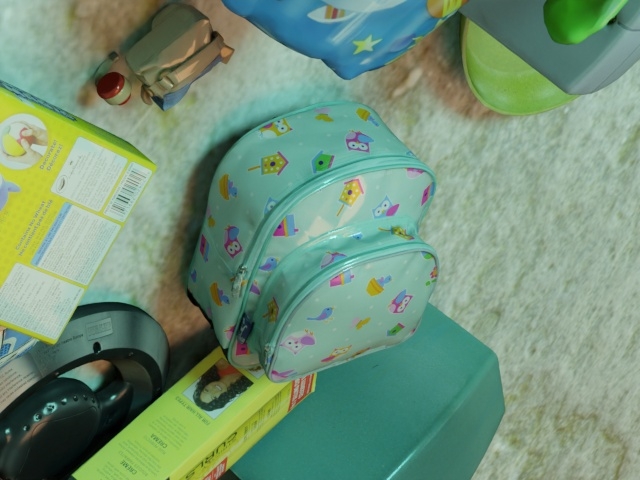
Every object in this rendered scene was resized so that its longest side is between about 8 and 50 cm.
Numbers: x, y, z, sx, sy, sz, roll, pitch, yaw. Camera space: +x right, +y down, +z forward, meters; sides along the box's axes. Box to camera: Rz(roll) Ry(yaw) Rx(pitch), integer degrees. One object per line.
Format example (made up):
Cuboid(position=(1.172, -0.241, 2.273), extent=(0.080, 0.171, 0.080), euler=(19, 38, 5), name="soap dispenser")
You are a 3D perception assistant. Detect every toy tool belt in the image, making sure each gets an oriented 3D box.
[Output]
Cuboid(position=(-0.095, -0.105, 0.919), extent=(0.083, 0.052, 0.051), euler=(-42, 138, -1), name="toy tool belt")

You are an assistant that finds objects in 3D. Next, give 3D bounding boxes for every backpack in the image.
Cuboid(position=(0.000, 0.000, 1.051), extent=(0.166, 0.144, 0.188), euler=(-14, 134, -28), name="backpack")

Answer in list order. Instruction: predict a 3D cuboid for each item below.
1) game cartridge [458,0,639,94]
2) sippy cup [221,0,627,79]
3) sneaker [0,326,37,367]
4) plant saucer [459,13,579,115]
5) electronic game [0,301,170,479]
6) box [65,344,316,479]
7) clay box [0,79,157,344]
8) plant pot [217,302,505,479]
Cuboid(position=(0.177, -0.251, 0.906), extent=(0.062, 0.198, 0.297), euler=(-17, 139, -46), name="game cartridge")
Cuboid(position=(0.038, -0.219, 0.795), extent=(0.224, 0.305, 0.240), euler=(-47, 176, 25), name="sippy cup")
Cuboid(position=(-0.232, 0.069, 0.941), extent=(0.211, 0.080, 0.081), euler=(-44, 143, 3), name="sneaker")
Cuboid(position=(0.193, -0.204, 1.116), extent=(0.241, 0.037, 0.241), euler=(-26, 142, -22), name="plant saucer")
Cuboid(position=(-0.204, 0.138, 1.073), extent=(0.229, 0.048, 0.229), euler=(-35, 151, -23), name="electronic game")
Cuboid(position=(-0.097, 0.150, 1.133), extent=(0.232, 0.058, 0.087), euler=(-41, 156, -31), name="box")
Cuboid(position=(-0.216, -0.037, 0.817), extent=(0.222, 0.053, 0.127), euler=(27, 97, -36), name="clay box")
Cuboid(position=(0.042, 0.172, 1.268), extent=(0.234, 0.165, 0.165), euler=(-41, 147, -18), name="plant pot")
